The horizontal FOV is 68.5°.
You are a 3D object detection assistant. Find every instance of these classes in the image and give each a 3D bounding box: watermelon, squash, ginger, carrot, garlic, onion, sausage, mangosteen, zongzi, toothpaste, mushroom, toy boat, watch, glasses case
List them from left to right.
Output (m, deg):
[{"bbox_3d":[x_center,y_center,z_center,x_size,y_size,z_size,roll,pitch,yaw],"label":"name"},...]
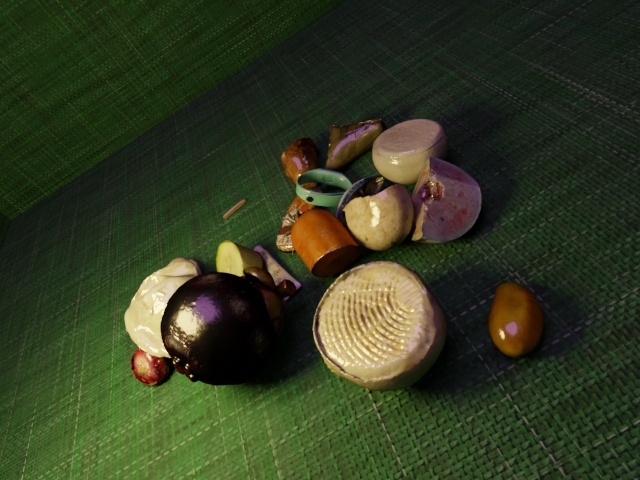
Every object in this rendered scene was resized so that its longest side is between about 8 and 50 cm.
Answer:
[{"bbox_3d":[-0.603,0.442,1.713,0.150,0.150,0.140,-14,8,23],"label":"onion"},{"bbox_3d":[-0.610,0.157,1.983,0.217,0.110,0.228,-41,41,-1],"label":"garlic"},{"bbox_3d":[-0.287,0.245,1.494,0.382,0.382,0.435,11,48,40],"label":"mangosteen"},{"bbox_3d":[-0.399,-0.148,2.190,0.132,0.024,0.024,-41,41,-6],"label":"sausage"},{"bbox_3d":[-0.324,0.122,1.784,0.220,0.133,0.220,-20,59,37],"label":"squash"},{"bbox_3d":[-0.174,0.109,1.777,0.056,0.058,0.314,-7,33,-32],"label":"toothpaste"},{"bbox_3d":[-0.076,-0.084,1.866,0.122,0.082,0.321,1,51,28],"label":"glasses case"},{"bbox_3d":[-0.084,-0.358,2.072,0.165,0.172,0.321,-55,26,40],"label":"ginger"},{"bbox_3d":[0.000,0.000,1.655,0.193,0.214,0.331,-21,46,-17],"label":"carrot"},{"bbox_3d":[0.023,-0.210,1.866,0.237,0.068,0.195,13,40,5],"label":"watch"},{"bbox_3d":[0.146,-0.371,1.974,0.260,0.123,0.289,-5,59,27],"label":"zongzi"},{"bbox_3d":[0.157,-0.148,1.742,0.115,0.114,0.262,6,52,49],"label":"toy boat"},{"bbox_3d":[0.211,-0.062,1.552,0.253,0.195,0.189,-19,79,51],"label":"mushroom"},{"bbox_3d":[0.397,-0.101,1.539,0.188,0.175,0.322,20,70,-3],"label":"watermelon"}]

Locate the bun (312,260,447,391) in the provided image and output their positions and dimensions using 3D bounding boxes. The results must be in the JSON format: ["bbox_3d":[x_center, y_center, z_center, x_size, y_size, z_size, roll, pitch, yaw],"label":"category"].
[{"bbox_3d":[0.172,0.244,1.298,0.364,0.202,0.364,-15,50,18],"label":"bun"}]

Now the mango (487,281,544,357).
[{"bbox_3d":[0.500,0.195,1.211,0.136,0.099,0.227,-14,36,27],"label":"mango"}]

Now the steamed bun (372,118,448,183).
[{"bbox_3d":[0.334,-0.313,1.733,0.283,0.177,0.283,-16,36,12],"label":"steamed bun"}]

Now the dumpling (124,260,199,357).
[{"bbox_3d":[-0.558,0.265,1.731,0.315,0.233,0.395,-19,56,-4],"label":"dumpling"}]
